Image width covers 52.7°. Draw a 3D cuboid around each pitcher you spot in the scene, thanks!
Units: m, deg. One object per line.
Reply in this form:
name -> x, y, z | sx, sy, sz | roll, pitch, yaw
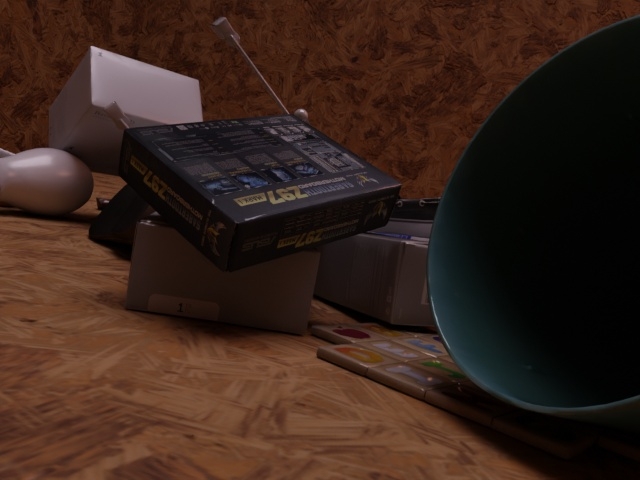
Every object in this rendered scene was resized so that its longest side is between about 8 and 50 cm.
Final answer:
pitcher -> -0.538, -0.124, 1.177 | 0.177, 0.125, 0.207 | 47, 24, 22

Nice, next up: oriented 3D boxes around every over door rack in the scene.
over door rack -> -0.147, -0.153, 0.995 | 0.324, 0.240, 0.108 | 51, -6, -6

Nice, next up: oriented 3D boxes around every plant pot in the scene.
plant pot -> 0.269, 0.016, 0.494 | 0.235, 0.292, 0.293 | 25, -3, -28

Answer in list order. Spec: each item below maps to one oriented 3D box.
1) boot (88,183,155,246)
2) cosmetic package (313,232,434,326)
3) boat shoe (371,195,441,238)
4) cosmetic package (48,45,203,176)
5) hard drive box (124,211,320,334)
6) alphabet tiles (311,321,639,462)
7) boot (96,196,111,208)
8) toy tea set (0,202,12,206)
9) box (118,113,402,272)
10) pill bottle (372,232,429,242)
boot -> -0.281, -0.020, 1.025 | 0.115, 0.112, 0.305 | 39, -12, -29
cosmetic package -> 0.085, 0.042, 0.833 | 0.127, 0.107, 0.238 | 6, 5, -28
boat shoe -> 0.092, -0.047, 0.859 | 0.229, 0.076, 0.080 | 8, 3, 23
cosmetic package -> -0.387, -0.237, 1.280 | 0.224, 0.138, 0.225 | 9, -30, -39
hard drive box -> -0.109, 0.024, 0.735 | 0.181, 0.089, 0.232 | 10, 4, -8
alphabet tiles -> 0.171, 0.128, 0.611 | 0.343, 0.011, 0.285 | 15, 6, 40
boot -> -0.466, -0.081, 1.518 | 0.114, 0.037, 0.106 | 12, -10, -27
toy tea set -> -0.651, -0.140, 1.255 | 0.200, 0.124, 0.336 | 13, 5, 22
box -> -0.058, -0.062, 0.668 | 0.233, 0.059, 0.183 | -17, 44, -44
pill bottle -> 0.176, 0.027, 0.994 | 0.153, 0.152, 0.272 | 9, 5, -20
